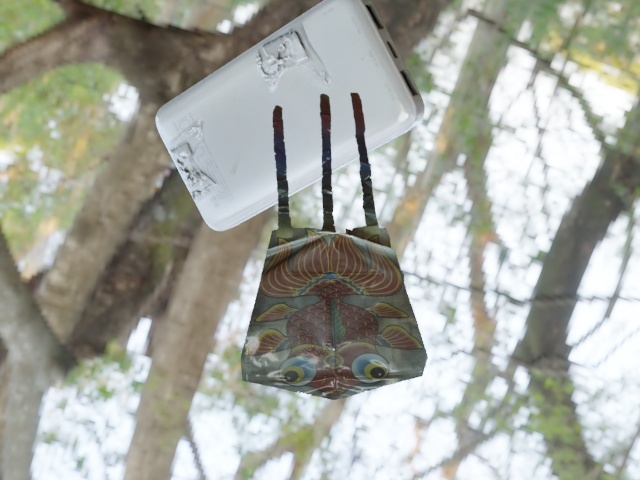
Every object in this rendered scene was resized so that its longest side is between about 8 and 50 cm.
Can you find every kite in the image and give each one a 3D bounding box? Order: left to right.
[{"bbox_3d":[0.000,-0.001,1.025,0.127,0.229,0.016,-5,160,-5],"label":"kite"}]

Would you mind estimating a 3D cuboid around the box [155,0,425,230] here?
[{"bbox_3d":[-0.037,-0.120,1.403,0.044,0.285,0.142,-25,-92,-53],"label":"box"}]
